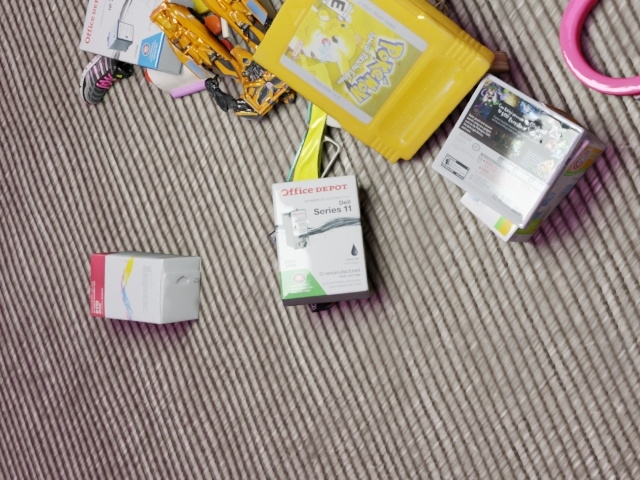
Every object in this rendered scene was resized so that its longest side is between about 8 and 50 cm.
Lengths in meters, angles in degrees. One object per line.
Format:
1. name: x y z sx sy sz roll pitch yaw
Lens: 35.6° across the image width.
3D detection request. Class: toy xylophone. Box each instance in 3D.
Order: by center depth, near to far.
1. toy xylophone: -0.259 -0.442 1.911 0.236 0.081 0.322 -4 89 29

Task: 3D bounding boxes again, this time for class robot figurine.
1. robot figurine: -0.151 -0.344 1.779 0.211 0.085 0.291 -42 109 15

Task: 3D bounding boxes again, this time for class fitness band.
1. fitness band: 0.506 -0.338 1.510 0.291 0.054 0.209 -27 78 26

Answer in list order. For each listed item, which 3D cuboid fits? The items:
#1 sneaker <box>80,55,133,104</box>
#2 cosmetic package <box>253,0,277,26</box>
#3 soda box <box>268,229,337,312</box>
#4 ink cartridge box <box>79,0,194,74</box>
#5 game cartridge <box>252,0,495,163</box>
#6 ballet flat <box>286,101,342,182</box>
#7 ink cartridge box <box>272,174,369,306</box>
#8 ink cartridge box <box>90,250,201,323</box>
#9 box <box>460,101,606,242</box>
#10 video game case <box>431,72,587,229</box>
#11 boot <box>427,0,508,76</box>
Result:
1. sneaker: -0.423 -0.340 2.014 0.075 0.063 0.170 42 105 28
2. cosmetic package: -0.114 -0.411 1.855 0.060 0.041 0.115 -36 74 25
3. soda box: -0.023 0.045 1.805 0.053 0.060 0.169 -36 76 26
4. ink cartridge box: -0.344 -0.399 1.865 0.191 0.082 0.139 17 99 25
5. game cartridge: 0.077 -0.296 1.618 0.324 0.052 0.285 37 138 -2
6. ballet flat: 0.004 -0.195 1.786 0.077 0.077 0.231 17 103 6
7. ink cartridge box: 0.000 0.000 1.730 0.153 0.087 0.208 -7 77 2
8. ink cartridge box: -0.338 0.089 1.940 0.176 0.128 0.127 3 93 29
9. box: 0.336 -0.105 1.574 0.103 0.114 0.203 45 109 22
10. video game case: 0.284 -0.138 1.526 0.190 0.022 0.173 39 107 31
11. boot: 0.199 -0.377 1.658 0.262 0.095 0.203 12 96 31
